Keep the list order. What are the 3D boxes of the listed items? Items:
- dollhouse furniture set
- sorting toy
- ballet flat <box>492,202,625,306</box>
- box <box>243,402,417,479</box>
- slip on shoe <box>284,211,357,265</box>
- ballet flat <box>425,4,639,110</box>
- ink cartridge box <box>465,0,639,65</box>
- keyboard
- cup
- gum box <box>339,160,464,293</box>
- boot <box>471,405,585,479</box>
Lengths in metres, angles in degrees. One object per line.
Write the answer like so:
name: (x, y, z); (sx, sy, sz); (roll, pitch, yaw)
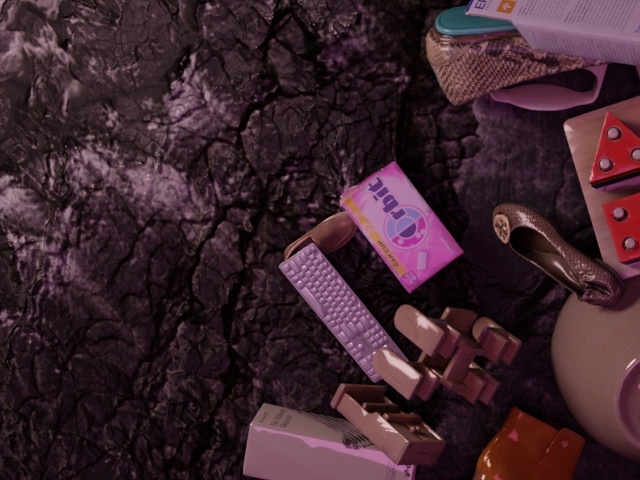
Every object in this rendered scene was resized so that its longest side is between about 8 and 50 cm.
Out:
dollhouse furniture set: (0.149, 0.200, 1.817); (0.161, 0.212, 0.242); (38, 108, 39)
sorting toy: (0.503, -0.099, 1.690); (0.257, 0.089, 0.255); (-18, 78, 18)
ballet flat: (0.342, 0.024, 1.751); (0.250, 0.058, 0.084); (40, 151, 34)
box: (0.022, 0.348, 1.907); (0.275, 0.113, 0.094); (11, 103, 6)
slip on shoe: (0.000, 0.000, 1.873); (0.135, 0.041, 0.051); (-27, 96, 14)
ballet flat: (0.400, -0.286, 1.706); (0.483, 0.164, 0.182); (-10, 122, 17)
ink cartridge box: (0.412, -0.389, 1.600); (0.330, 0.071, 0.324); (16, 67, 33)
keyboard: (0.038, 0.118, 1.884); (0.072, 0.014, 0.256); (-35, 104, 14)
cup: (0.510, 0.200, 1.728); (0.331, 0.237, 0.331); (2, 101, 9)
gum box: (0.123, -0.026, 1.826); (0.107, 0.062, 0.188); (-37, 93, 3)
boot: (0.373, 0.409, 1.868); (0.295, 0.104, 0.211); (35, 84, -19)
